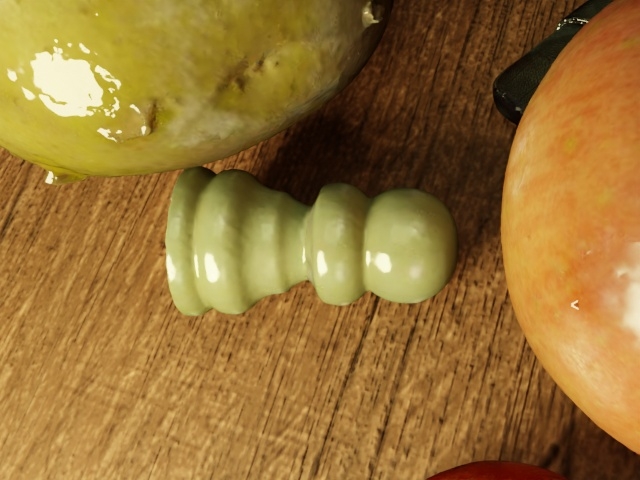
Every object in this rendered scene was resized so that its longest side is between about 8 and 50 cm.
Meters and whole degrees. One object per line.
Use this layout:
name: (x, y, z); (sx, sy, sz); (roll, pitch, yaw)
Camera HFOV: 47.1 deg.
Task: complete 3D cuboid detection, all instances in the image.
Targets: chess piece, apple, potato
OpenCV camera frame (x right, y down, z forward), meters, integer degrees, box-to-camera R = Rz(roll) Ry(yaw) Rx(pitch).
chess piece: (0.000, 0.000, 0.679); (0.252, 0.144, 0.144); (0, 66, 8)
apple: (0.295, -0.011, 0.498); (0.364, 0.364, 0.363); (-5, 65, 11)
potato: (-0.121, -0.215, 0.680); (0.442, 0.385, 0.319); (-37, 73, -14)

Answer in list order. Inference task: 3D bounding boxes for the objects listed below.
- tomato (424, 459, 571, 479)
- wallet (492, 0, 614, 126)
tomato: (0.117, 0.256, 0.509); (0.225, 0.085, 0.224); (-20, 46, 22)
wallet: (0.334, -0.194, 0.731); (0.318, 0.045, 0.172); (-38, 64, -7)
